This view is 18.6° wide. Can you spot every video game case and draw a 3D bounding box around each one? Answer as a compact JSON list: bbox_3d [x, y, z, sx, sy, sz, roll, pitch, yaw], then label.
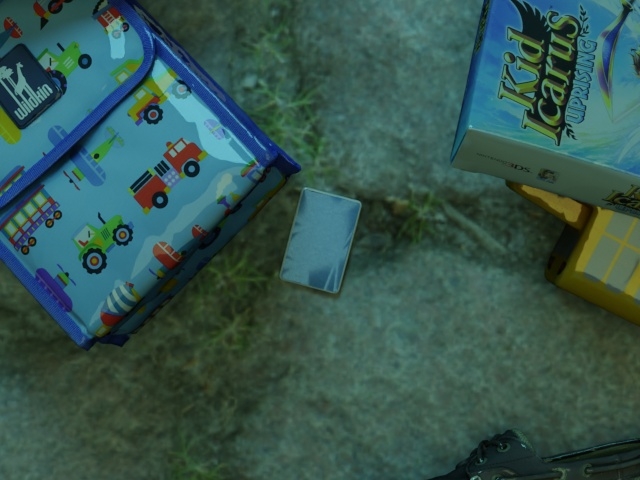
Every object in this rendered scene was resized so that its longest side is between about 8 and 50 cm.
[{"bbox_3d":[0.249,-0.148,1.583,0.244,0.061,0.269,15,58,-2],"label":"video game case"}]

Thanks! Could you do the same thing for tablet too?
[{"bbox_3d":[0.000,0.000,1.680,0.054,0.006,0.083,15,94,-3],"label":"tablet"}]

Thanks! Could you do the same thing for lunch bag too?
[{"bbox_3d":[-0.201,-0.089,1.621,0.221,0.138,0.293,-45,82,5],"label":"lunch bag"}]

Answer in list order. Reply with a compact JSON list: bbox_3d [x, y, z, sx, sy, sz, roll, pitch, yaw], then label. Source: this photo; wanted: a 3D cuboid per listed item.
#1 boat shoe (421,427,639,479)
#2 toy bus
[{"bbox_3d":[0.164,0.205,1.655,0.285,0.103,0.092,1,88,-6],"label":"boat shoe"},{"bbox_3d":[0.307,0.019,1.642,0.332,0.108,0.130,26,94,-4],"label":"toy bus"}]
